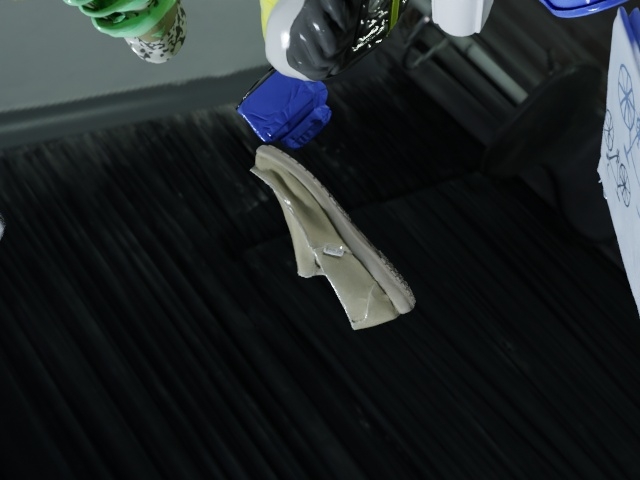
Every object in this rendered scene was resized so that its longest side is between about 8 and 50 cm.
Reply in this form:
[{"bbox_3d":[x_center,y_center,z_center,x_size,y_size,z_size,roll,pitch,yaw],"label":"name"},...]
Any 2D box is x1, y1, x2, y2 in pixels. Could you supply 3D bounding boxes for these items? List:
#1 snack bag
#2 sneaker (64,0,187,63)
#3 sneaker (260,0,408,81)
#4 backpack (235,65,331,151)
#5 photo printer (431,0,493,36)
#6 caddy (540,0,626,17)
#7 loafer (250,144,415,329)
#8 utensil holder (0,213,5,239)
[{"bbox_3d":[0.436,-0.086,1.177,0.037,0.323,0.343,-7,143,7],"label":"snack bag"},{"bbox_3d":[-0.137,-0.203,0.592,0.158,0.410,0.182,-33,119,5],"label":"sneaker"},{"bbox_3d":[0.003,-0.283,0.468,0.145,0.147,0.385,-23,123,-69],"label":"sneaker"},{"bbox_3d":[-0.040,-0.167,1.074,0.098,0.101,0.120,-35,-169,14],"label":"backpack"},{"bbox_3d":[0.257,-0.511,1.434,0.307,0.107,0.256,41,65,-79],"label":"photo printer"},{"bbox_3d":[0.380,-0.402,1.117,0.241,0.179,0.341,-29,-157,15],"label":"caddy"},{"bbox_3d":[0.000,0.000,1.038,0.092,0.268,0.102,-41,176,3],"label":"loafer"},{"bbox_3d":[-0.548,-0.051,0.784,0.327,0.385,0.327,-43,-176,4],"label":"utensil holder"}]
